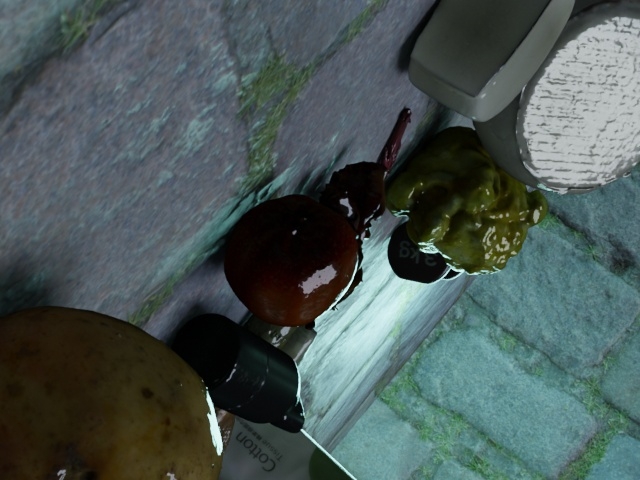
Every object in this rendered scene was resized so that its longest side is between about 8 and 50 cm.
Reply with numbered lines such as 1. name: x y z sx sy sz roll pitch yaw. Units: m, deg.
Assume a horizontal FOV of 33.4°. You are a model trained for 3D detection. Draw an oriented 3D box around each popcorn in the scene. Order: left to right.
1. popcorn: 0.256 -0.062 1.880 0.242 0.250 0.235 -47 173 -14

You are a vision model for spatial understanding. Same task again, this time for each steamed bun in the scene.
1. steamed bun: 0.240 -0.286 1.494 0.241 0.146 0.164 -54 163 1
2. steamed bun: 0.407 -0.272 1.781 0.374 0.241 0.374 -16 127 -23

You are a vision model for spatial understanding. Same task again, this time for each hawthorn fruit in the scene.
1. hawthorn fruit: -0.039 0.036 1.360 0.169 0.169 0.188 -43 155 -34

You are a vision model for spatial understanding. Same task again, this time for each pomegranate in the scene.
1. pomegranate: -0.226 0.191 0.964 0.281 0.281 0.281 -48 165 -17

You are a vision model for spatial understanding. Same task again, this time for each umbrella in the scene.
1. umbrella: 0.114 -0.145 1.696 0.027 0.025 0.165 -18 145 -36

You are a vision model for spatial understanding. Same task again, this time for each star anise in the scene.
1. star anise: 0.019 -0.011 1.511 0.190 0.126 0.220 -58 -171 46

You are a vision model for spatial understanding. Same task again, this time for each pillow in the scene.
1. pillow: -0.078 0.202 1.771 0.181 0.078 0.134 -50 -173 -14

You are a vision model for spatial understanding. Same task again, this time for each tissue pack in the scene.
1. tissue pack: -0.079 0.460 1.885 0.194 0.356 0.266 -39 161 -32

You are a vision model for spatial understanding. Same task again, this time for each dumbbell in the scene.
1. dumbbell: 0.230 0.021 2.220 0.225 0.140 0.124 -3 104 -70

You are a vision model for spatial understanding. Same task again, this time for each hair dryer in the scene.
1. hair dryer: -0.172 0.251 1.509 0.302 0.116 0.244 -37 143 8

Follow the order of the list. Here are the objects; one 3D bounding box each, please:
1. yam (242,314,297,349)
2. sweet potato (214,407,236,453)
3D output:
1. yam: -0.083 0.144 1.670 0.179 0.078 0.078 -54 166 5
2. sweet potato: -0.224 0.349 1.676 0.385 0.109 0.109 -57 165 22
